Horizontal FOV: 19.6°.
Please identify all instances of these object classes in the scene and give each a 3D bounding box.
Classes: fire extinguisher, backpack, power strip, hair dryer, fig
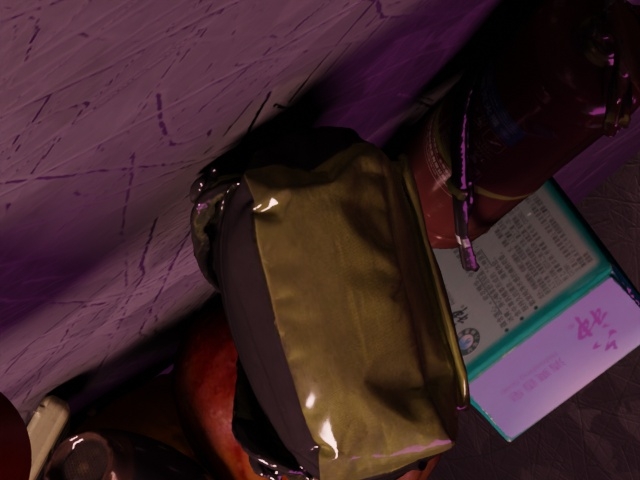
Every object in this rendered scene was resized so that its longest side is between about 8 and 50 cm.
[{"bbox_3d":[0.142,-0.078,1.269,0.105,0.141,0.341,-1,163,-19],"label":"fire extinguisher"},{"bbox_3d":[0.001,0.040,1.096,0.140,0.207,0.253,-14,180,-4],"label":"backpack"},{"bbox_3d":[-0.217,0.168,1.425,0.076,0.028,0.169,-64,-179,-17],"label":"power strip"},{"bbox_3d":[-0.088,0.324,1.361,0.120,0.359,0.304,-25,137,12],"label":"hair dryer"},{"bbox_3d":[-0.012,0.132,1.486,0.235,0.235,0.214,-24,145,-60],"label":"fig"}]

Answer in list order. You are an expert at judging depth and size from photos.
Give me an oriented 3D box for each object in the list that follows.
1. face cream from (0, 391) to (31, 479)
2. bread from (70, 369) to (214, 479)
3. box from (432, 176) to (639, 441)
[{"bbox_3d":[-0.216,0.114,0.916,0.096,0.096,0.214,-37,173,4],"label":"face cream"},{"bbox_3d":[-0.189,0.254,1.602,0.340,0.194,0.179,-40,167,9],"label":"bread"},{"bbox_3d":[0.141,0.020,1.464,0.153,0.245,0.092,-37,131,8],"label":"box"}]
